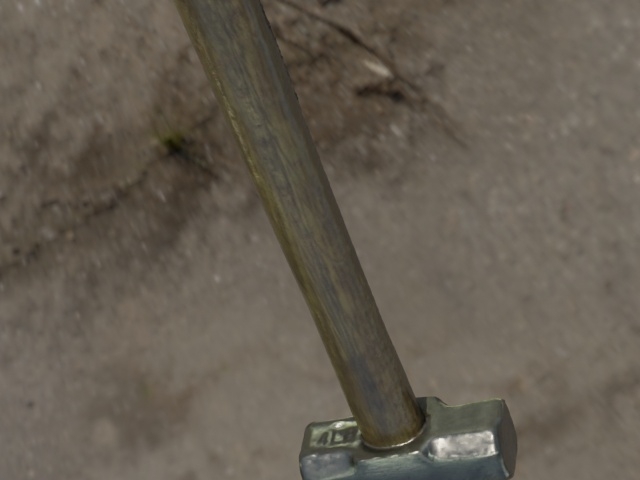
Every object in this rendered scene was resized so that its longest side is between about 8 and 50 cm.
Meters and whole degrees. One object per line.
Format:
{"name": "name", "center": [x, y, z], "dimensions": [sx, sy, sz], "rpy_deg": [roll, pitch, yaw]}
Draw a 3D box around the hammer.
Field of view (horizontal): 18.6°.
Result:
{"name": "hammer", "center": [0.000, 0.000, 0.930], "dimensions": [0.111, 0.043, 0.365], "rpy_deg": [-8, 132, 17]}
